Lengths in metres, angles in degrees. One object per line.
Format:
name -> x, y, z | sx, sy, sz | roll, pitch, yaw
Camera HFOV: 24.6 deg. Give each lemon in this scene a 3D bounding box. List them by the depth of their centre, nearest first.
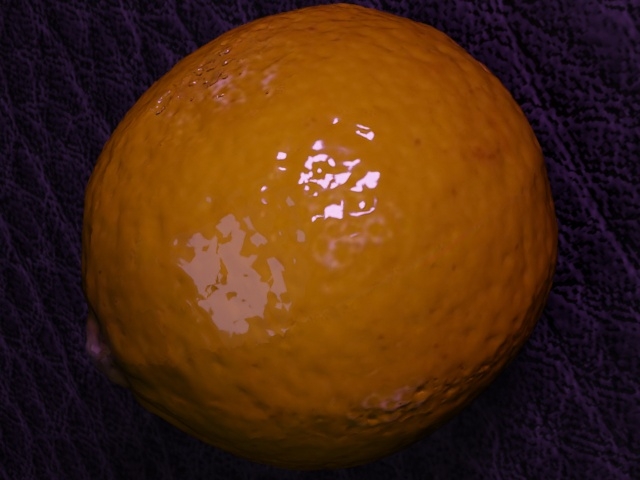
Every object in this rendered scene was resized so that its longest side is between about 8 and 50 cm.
lemon -> 0.001, -0.001, 0.863 | 0.293, 0.293, 0.293 | 13, 111, 37
